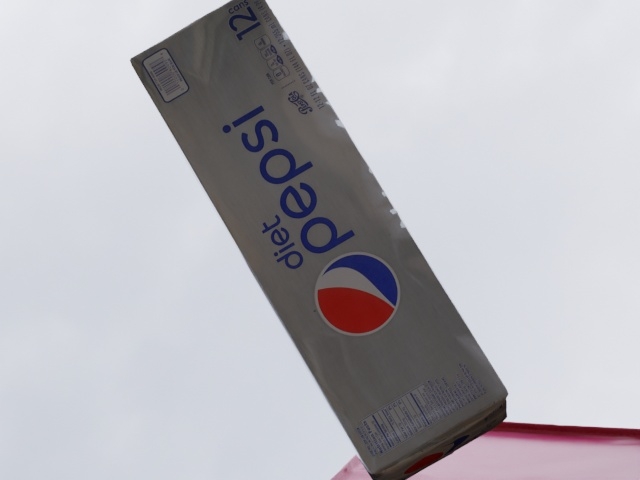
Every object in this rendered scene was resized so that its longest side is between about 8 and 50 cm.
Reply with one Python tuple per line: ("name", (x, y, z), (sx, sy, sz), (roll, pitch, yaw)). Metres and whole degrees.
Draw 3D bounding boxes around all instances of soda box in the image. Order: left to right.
("soda box", (0.000, 0.000, 0.996), (0.091, 0.286, 0.098), (-31, -14, -2))

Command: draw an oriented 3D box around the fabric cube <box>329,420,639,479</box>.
("fabric cube", (0.140, 0.297, 1.288), (0.254, 0.259, 0.258), (0, -77, 24))
